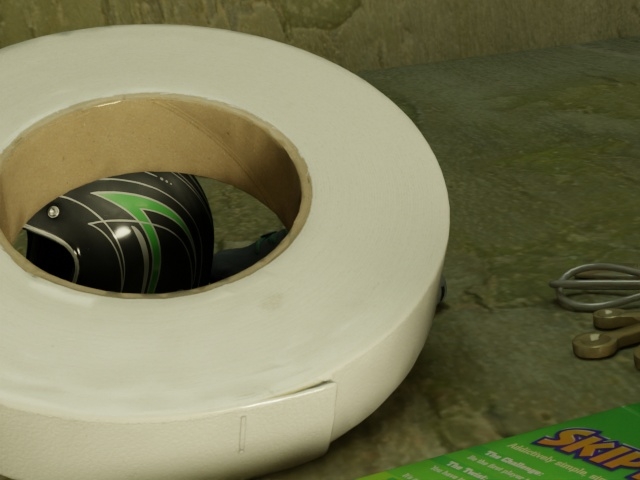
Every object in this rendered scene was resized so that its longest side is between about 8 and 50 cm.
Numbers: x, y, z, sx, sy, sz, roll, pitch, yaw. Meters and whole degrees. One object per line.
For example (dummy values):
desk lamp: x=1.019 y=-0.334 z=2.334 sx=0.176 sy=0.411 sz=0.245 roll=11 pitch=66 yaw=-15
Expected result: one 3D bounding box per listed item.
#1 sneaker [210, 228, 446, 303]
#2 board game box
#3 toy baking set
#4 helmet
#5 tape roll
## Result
sneaker: x=0.000 y=0.000 z=0.968 sx=0.223 sy=0.098 sz=0.083 roll=3 pitch=18 yaw=34
board game box: x=0.086 y=0.132 z=0.551 sx=0.259 sy=0.039 sz=0.124 roll=-14 pitch=17 yaw=-18
toy baking set: x=0.266 y=0.036 z=0.840 sx=0.196 sy=0.030 sz=0.256 roll=-6 pitch=15 yaw=5
helmet: x=-0.169 y=-0.006 z=0.945 sx=0.169 sy=0.162 sz=0.169 roll=-7 pitch=15 yaw=2
tape roll: x=-0.109 y=-0.010 z=0.778 sx=0.392 sy=0.072 sz=0.392 roll=3 pitch=42 yaw=-3
